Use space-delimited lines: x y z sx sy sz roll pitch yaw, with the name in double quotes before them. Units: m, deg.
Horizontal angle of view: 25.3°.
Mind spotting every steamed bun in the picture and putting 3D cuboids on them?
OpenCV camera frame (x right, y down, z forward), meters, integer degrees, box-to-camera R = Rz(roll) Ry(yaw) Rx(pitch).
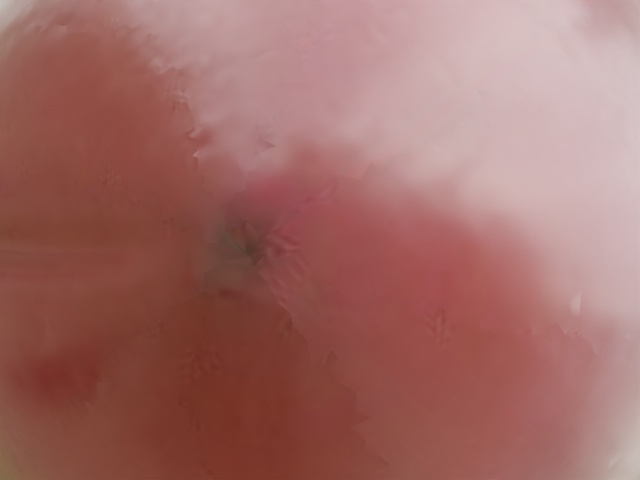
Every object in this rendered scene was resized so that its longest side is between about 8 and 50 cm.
"steamed bun" 0.000 0.000 0.463 0.309 0.309 0.309 23 -42 22
